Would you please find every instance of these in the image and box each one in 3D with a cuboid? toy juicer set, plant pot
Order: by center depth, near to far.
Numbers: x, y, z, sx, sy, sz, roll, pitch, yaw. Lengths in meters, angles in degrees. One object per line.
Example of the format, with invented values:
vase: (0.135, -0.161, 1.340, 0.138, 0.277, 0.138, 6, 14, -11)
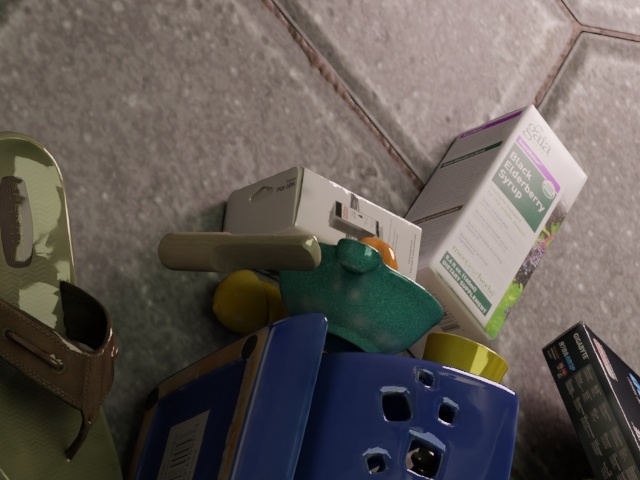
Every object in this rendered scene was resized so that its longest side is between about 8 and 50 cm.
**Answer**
plant pot: (-0.019, 0.198, 1.371, 0.212, 0.236, 0.236, 30, 56, -25)
toy juicer set: (-0.003, 0.033, 1.438, 0.329, 0.209, 0.089, 44, 65, -51)

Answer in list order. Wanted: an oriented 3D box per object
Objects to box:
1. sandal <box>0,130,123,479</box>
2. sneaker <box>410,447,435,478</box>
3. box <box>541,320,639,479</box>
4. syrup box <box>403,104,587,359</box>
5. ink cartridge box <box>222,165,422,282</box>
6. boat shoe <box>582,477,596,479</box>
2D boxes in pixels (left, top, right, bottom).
sandal: (-0.200, 0.063, 1.340, 0.120, 0.086, 0.302, -4, 78, -44)
sneaker: (0.097, 0.292, 1.534, 0.135, 0.098, 0.276, 39, 54, -27)
box: (0.294, 0.199, 1.702, 0.175, 0.051, 0.220, 41, 20, -35)
syrup box: (0.140, -0.009, 1.684, 0.093, 0.096, 0.237, 51, 49, -18)
ink cartridge box: (0.000, 0.000, 1.544, 0.135, 0.099, 0.056, 26, 60, -34)
boat shoe: (0.190, 0.281, 1.590, 0.257, 0.095, 0.095, -43, 130, -69)
